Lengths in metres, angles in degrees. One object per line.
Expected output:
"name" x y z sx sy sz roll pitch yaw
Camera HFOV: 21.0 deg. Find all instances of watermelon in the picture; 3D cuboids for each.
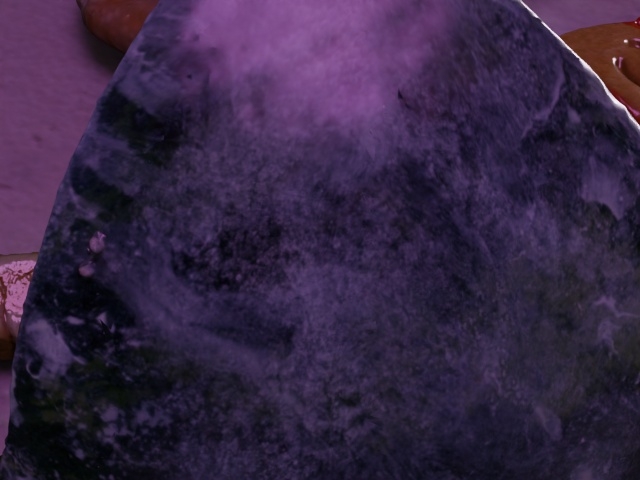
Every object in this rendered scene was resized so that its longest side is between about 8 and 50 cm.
"watermelon" 0.000 0.000 0.671 0.319 0.290 0.214 -12 10 -3

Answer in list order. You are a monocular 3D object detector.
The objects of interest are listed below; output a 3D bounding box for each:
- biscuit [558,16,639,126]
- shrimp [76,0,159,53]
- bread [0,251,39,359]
"biscuit" 0.144 -0.065 0.892 0.225 0.036 0.166 -17 43 -28
"shrimp" 0.006 -0.172 0.974 0.317 0.077 0.168 -26 46 -30
"bread" -0.146 0.031 0.729 0.088 0.034 0.049 -8 55 -12
